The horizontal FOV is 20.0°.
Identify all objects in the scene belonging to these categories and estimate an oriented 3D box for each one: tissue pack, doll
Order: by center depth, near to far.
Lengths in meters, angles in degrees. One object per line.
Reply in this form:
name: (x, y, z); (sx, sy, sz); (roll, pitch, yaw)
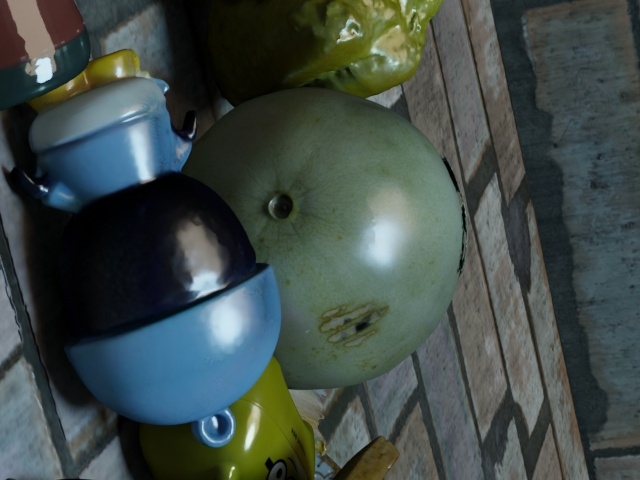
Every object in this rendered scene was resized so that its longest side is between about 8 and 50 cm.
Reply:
doll: (-0.132, 0.013, 1.400); (0.177, 0.141, 0.314); (-23, 95, -28)
tissue pack: (-0.077, 0.177, 1.521); (0.178, 0.123, 0.127); (67, 31, -48)

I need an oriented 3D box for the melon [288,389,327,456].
melon: (-0.039, 0.157, 1.727); (0.182, 0.098, 0.054); (-89, -167, -79)

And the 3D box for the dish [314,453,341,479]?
dish: (-0.033, 0.253, 1.733); (0.141, 0.078, 0.141); (36, 19, -15)

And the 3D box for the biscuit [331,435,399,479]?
biscuit: (-0.034, 0.284, 1.474); (0.301, 0.043, 0.278); (-55, 174, -9)

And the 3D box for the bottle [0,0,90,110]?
bottle: (-0.255, -0.249, 1.138); (0.144, 0.144, 0.336); (-56, 134, -65)

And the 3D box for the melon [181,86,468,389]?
melon: (0.000, 0.000, 1.620); (0.330, 0.268, 0.268); (46, 38, -74)

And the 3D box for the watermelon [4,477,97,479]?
watermelon: (-0.142, 0.263, 1.278); (0.204, 0.127, 0.232); (-31, 108, -72)

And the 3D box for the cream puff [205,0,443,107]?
cream puff: (-0.023, -0.264, 1.705); (0.274, 0.323, 0.270); (37, 56, -20)
